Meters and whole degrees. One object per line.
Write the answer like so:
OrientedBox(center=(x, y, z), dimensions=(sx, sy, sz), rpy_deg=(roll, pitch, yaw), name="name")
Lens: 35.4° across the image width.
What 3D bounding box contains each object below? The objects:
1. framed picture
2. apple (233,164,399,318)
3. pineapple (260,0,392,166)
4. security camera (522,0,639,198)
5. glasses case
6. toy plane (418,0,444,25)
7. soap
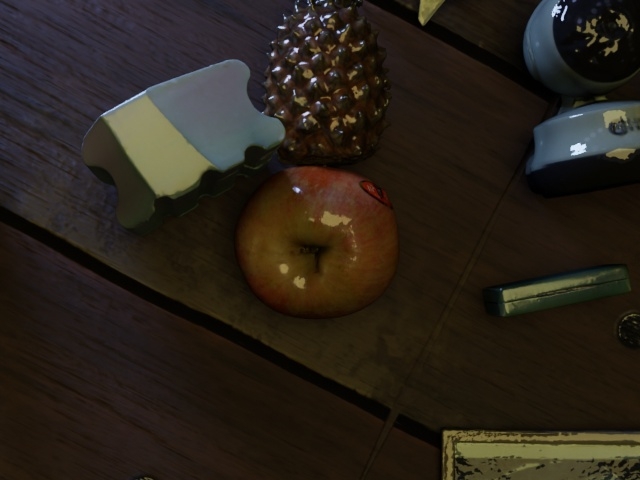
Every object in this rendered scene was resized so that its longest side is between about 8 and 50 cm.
OrientedBox(center=(0.326, 0.376, 1.341), dimensions=(0.335, 0.022, 0.247), rpy_deg=(1, 87, 1), name="framed picture")
OrientedBox(center=(0.000, 0.000, 1.261), dimensions=(0.209, 0.164, 0.210), rpy_deg=(2, 110, 6), name="apple")
OrientedBox(center=(0.006, -0.276, 1.281), dimensions=(0.175, 0.175, 0.361), rpy_deg=(-2, 87, -7), name="pineapple")
OrientedBox(center=(0.358, -0.205, 1.311), dimensions=(0.197, 0.191, 0.277), rpy_deg=(-9, 88, -6), name="security camera")
OrientedBox(center=(0.317, 0.067, 1.348), dimensions=(0.184, 0.078, 0.039), rpy_deg=(-11, 89, -7), name="glasses case")
OrientedBox(center=(0.124, -0.419, 1.328), dimensions=(0.229, 0.092, 0.244), rpy_deg=(-29, 104, 10), name="toy plane")
OrientedBox(center=(-0.160, -0.102, 1.162), dimensions=(0.208, 0.347, 0.115), rpy_deg=(-31, 92, -7), name="soap")
